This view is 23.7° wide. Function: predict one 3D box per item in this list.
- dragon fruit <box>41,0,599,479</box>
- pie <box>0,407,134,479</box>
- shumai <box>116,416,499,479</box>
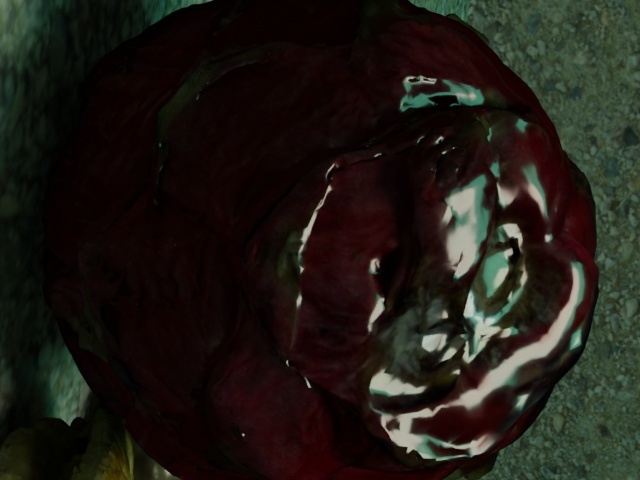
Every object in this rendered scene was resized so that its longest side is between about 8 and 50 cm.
[{"bbox_3d":[0.002,0.002,0.870,0.329,0.329,0.329,14,90,-80],"label":"dragon fruit"},{"bbox_3d":[-0.148,0.194,0.897,0.205,0.084,0.179,-99,-174,-76],"label":"pie"},{"bbox_3d":[-0.003,0.165,1.164,0.346,0.283,0.217,5,97,-82],"label":"shumai"}]
